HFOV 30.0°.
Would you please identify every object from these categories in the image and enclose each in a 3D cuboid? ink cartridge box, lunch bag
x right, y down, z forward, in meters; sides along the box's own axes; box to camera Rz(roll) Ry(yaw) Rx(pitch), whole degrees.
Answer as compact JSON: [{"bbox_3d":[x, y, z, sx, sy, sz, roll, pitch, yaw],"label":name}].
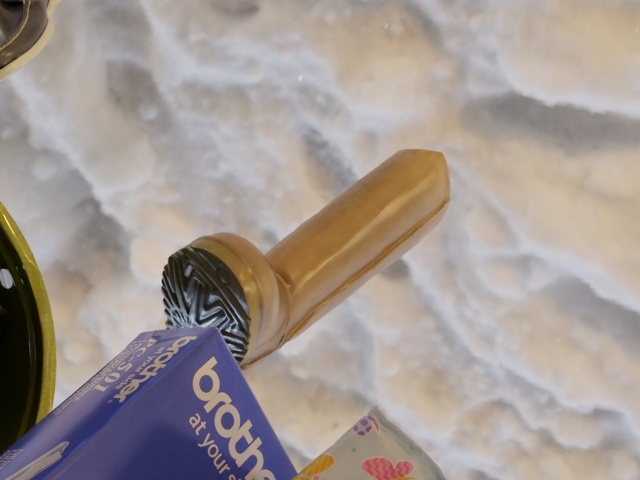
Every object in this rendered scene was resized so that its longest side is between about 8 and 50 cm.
[{"bbox_3d":[-0.031,0.141,0.400,0.046,0.097,0.207,-8,116,46],"label":"ink cartridge box"},{"bbox_3d":[0.006,0.101,0.358,0.053,0.071,0.083,40,158,32],"label":"lunch bag"}]

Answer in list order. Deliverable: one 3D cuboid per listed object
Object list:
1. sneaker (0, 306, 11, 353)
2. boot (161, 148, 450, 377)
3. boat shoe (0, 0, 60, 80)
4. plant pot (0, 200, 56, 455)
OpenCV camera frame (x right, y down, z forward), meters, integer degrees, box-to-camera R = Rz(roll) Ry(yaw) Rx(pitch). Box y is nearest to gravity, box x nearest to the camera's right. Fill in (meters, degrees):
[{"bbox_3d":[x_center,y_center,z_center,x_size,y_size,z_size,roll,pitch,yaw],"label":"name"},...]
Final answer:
[{"bbox_3d":[-0.281,0.028,0.775,0.121,0.099,0.262,19,145,2],"label":"sneaker"},{"bbox_3d":[0.000,0.000,0.944,0.089,0.269,0.236,49,153,10],"label":"boot"},{"bbox_3d":[-0.292,-0.216,1.103,0.084,0.233,0.079,-26,124,17],"label":"boat shoe"},{"bbox_3d":[-0.401,0.100,0.950,0.366,0.366,0.353,33,168,-9],"label":"plant pot"}]
